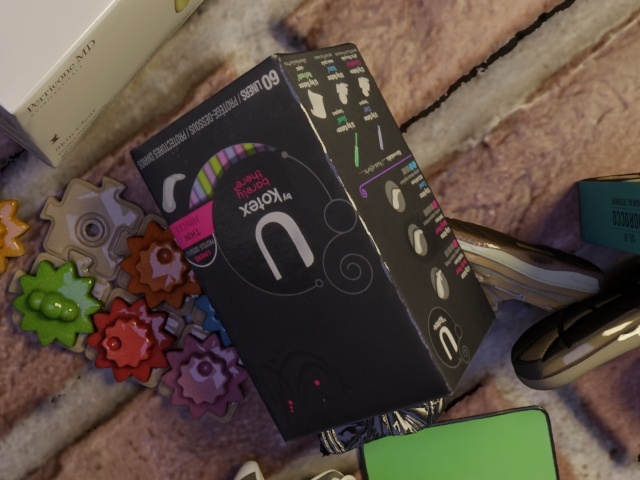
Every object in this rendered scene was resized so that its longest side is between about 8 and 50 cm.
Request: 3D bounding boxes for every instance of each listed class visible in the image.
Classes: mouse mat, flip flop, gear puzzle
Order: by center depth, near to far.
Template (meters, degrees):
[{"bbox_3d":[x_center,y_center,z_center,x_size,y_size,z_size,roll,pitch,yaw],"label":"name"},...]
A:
[{"bbox_3d":[0.294,0.065,0.570,0.277,0.112,0.080,-27,92,0],"label":"flip flop"},{"bbox_3d":[-0.204,0.036,0.653,0.338,0.044,0.176,26,96,-1],"label":"gear puzzle"},{"bbox_3d":[0.142,0.249,0.682,0.189,0.007,0.153,-10,95,2],"label":"mouse mat"}]

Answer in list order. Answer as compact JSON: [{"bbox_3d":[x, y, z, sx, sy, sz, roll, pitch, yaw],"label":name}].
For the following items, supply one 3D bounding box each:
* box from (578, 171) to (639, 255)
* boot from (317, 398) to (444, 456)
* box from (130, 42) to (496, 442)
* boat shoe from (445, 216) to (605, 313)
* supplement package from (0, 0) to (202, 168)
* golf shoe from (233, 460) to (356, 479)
[{"bbox_3d":[0.290,-0.023,0.531,0.100,0.244,0.060,-6,95,2],"label":"box"},{"bbox_3d":[0.047,0.161,0.631,0.121,0.099,0.045,-21,79,-6],"label":"boot"},{"bbox_3d":[0.000,0.000,0.568,0.165,0.143,0.270,-26,95,32],"label":"box"},{"bbox_3d":[0.160,0.032,0.634,0.189,0.068,0.072,18,107,0],"label":"boat shoe"},{"bbox_3d":[-0.217,-0.231,0.543,0.204,0.145,0.262,37,78,-2],"label":"supplement package"},{"bbox_3d":[0.037,0.269,0.627,0.272,0.105,0.120,4,61,5],"label":"golf shoe"}]
